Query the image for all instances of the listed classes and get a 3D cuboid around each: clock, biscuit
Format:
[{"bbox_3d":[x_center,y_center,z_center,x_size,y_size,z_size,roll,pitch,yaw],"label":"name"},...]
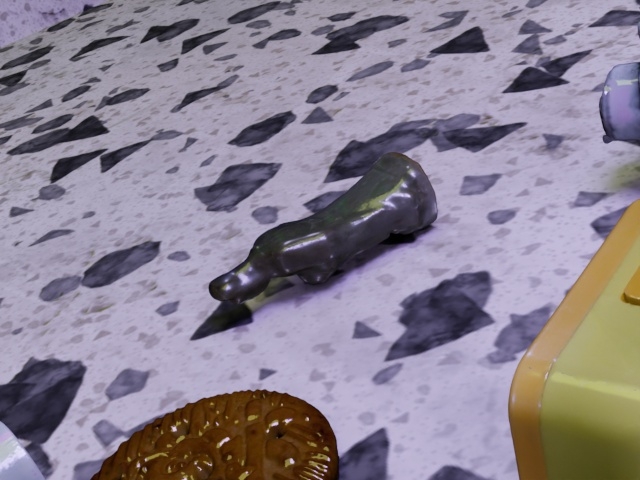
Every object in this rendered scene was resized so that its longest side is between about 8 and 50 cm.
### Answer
[{"bbox_3d":[0.187,0.078,0.601,0.096,0.143,0.202,8,36,37],"label":"clock"},{"bbox_3d":[-0.078,0.163,0.738,0.187,0.027,0.188,-15,27,8],"label":"biscuit"}]

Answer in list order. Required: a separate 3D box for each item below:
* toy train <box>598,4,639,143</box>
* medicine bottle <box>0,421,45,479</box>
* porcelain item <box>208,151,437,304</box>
[{"bbox_3d":[0.390,-0.142,0.864,0.307,0.174,0.249,-1,26,30],"label":"toy train"},{"bbox_3d":[-0.273,0.205,0.717,0.183,0.086,0.086,-33,30,-27],"label":"medicine bottle"},{"bbox_3d":[0.000,0.000,0.946,0.215,0.069,0.081,-30,33,-23],"label":"porcelain item"}]
